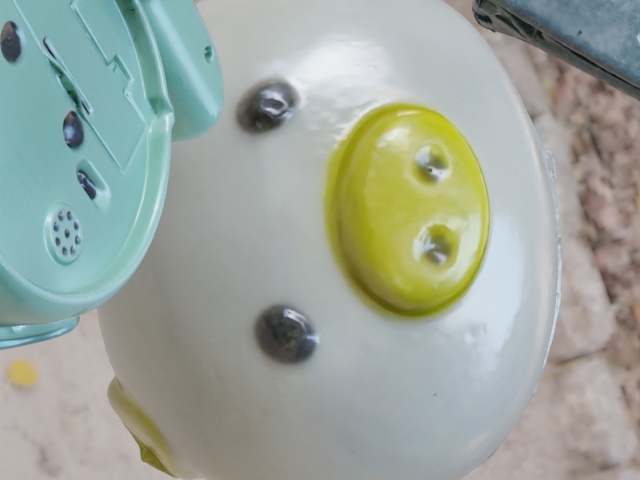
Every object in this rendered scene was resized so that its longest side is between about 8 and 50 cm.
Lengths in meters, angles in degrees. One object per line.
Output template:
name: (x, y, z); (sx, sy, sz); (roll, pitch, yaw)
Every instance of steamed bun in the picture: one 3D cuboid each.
steamed bun: (0.000, 0.001, 1.210); (0.334, 0.334, 0.374); (6, 77, -60)

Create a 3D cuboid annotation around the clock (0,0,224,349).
clock: (-0.111, -0.036, 0.598); (0.159, 0.066, 0.211); (60, 38, -41)

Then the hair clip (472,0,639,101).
hair clip: (0.121, -0.040, 0.462); (0.229, 0.039, 0.070); (33, -3, 32)
